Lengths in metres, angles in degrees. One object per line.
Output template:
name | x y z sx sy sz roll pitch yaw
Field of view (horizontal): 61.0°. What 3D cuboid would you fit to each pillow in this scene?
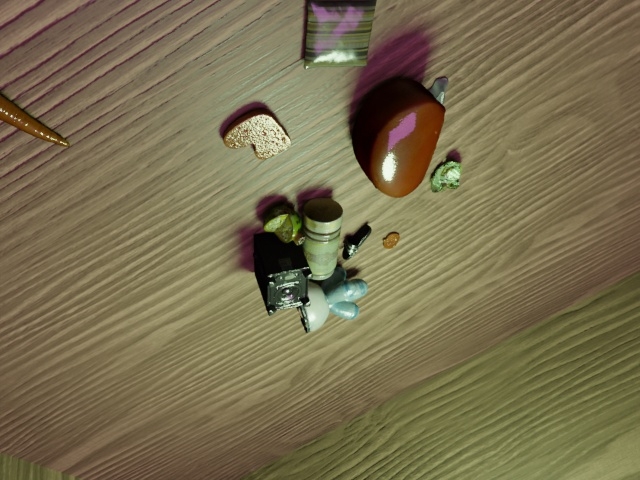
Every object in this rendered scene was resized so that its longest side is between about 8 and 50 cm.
pillow | 0.055 -0.617 1.626 0.208 0.052 0.212 -7 133 -14

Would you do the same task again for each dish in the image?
dish | 0.410 -0.501 1.907 0.091 0.039 0.137 4 132 -26

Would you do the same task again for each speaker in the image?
speaker | -0.157 0.128 2.131 0.184 0.254 0.232 -11 137 -15

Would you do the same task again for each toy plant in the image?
toy plant | 0.054 0.245 2.373 0.332 0.247 0.247 -18 137 -11

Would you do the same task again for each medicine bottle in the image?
medicine bottle | 0.000 0.000 2.144 0.151 0.151 0.323 -9 136 -15

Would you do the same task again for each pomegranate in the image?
pomegranate | -0.124 -0.062 2.045 0.169 0.122 0.143 24 133 2

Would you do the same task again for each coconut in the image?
coconut | 0.508 -0.255 2.184 0.133 0.055 0.158 24 121 -41

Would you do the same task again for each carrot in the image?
carrot | -0.848 -0.346 1.503 0.069 0.069 0.336 -37 142 14

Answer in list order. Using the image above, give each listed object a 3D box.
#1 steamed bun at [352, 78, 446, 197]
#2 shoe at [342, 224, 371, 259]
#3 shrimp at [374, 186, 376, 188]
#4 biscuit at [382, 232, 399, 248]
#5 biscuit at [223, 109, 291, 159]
steamed bun | 0.244 -0.343 1.846 0.248 0.235 0.380 -4 132 -21
shoe | 0.138 0.001 2.269 0.049 0.071 0.179 25 113 -39
shrimp | 0.275 -0.248 2.100 0.195 0.035 0.148 24 117 -31
biscuit | 0.306 0.001 2.381 0.078 0.015 0.091 6 130 -26
biscuit | -0.212 -0.339 1.799 0.186 0.036 0.192 -31 137 12
